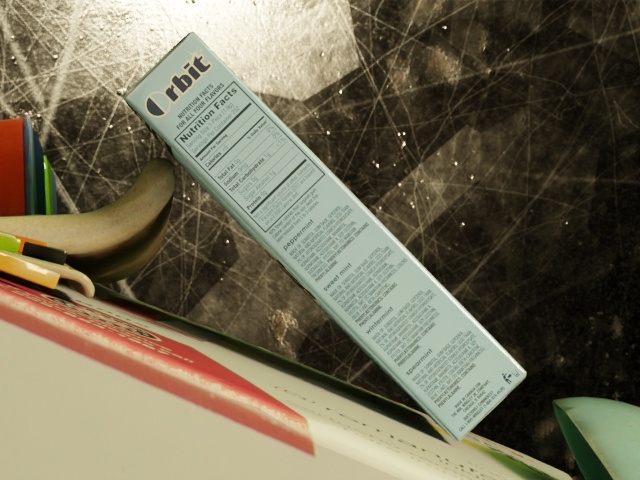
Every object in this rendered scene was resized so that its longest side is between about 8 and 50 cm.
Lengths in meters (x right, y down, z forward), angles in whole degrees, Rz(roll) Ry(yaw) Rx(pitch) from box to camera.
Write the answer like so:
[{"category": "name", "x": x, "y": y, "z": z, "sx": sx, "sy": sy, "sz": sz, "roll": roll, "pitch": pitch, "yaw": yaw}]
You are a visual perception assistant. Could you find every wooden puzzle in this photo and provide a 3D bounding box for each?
[{"category": "wooden puzzle", "x": -0.245, "y": -0.007, "z": 0.864, "sx": 0.348, "sy": 0.080, "sz": 0.322, "roll": -7, "pitch": -3, "yaw": -6}, {"category": "wooden puzzle", "x": -0.117, "y": 0.002, "z": 0.652, "sx": 0.079, "sy": 0.014, "sz": 0.116, "roll": 20, "pitch": -3, "yaw": -21}]

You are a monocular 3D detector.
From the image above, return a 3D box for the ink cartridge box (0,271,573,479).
[{"category": "ink cartridge box", "x": -0.031, "y": 0.131, "z": 0.743, "sx": 0.279, "sy": 0.160, "sz": 0.384, "roll": 22, "pitch": -2, "yaw": 3}]

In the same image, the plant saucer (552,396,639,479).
[{"category": "plant saucer", "x": 0.190, "y": 0.193, "z": 0.726, "sx": 0.317, "sy": 0.044, "sz": 0.317, "roll": 60, "pitch": 2, "yaw": -3}]

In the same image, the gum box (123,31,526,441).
[{"category": "gum box", "x": 0.000, "y": 0.000, "z": 0.766, "sx": 0.184, "sy": 0.041, "sz": 0.157, "roll": 46, "pitch": -1, "yaw": 0}]
